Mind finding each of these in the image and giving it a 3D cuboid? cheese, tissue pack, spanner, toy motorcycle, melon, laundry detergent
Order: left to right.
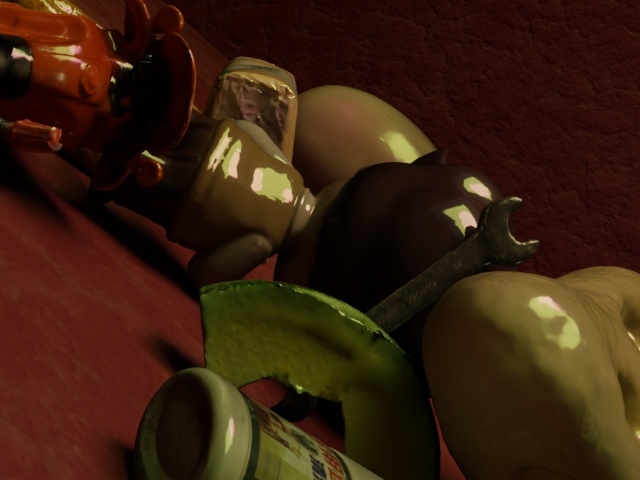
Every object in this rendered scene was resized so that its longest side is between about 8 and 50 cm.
[{"bbox_3d":[-0.210,-0.116,0.782,0.221,0.148,0.325,8,2,17],"label":"toy motorcycle"},{"bbox_3d":[-0.073,-0.087,1.177,0.090,0.186,0.222,9,11,-2],"label":"tissue pack"},{"bbox_3d":[0.002,0.097,0.772,0.209,0.118,0.064,28,-10,-2],"label":"melon"},{"bbox_3d":[0.008,0.153,0.609,0.225,0.070,0.099,38,0,-28],"label":"laundry detergent"},{"bbox_3d":[0.057,-0.083,1.636,0.317,0.223,0.223,49,10,20],"label":"melon"},{"bbox_3d":[0.060,0.048,0.844,0.054,0.254,0.015,57,-19,-3],"label":"spanner"},{"bbox_3d":[0.199,0.097,0.868,0.351,0.129,0.328,60,34,-29],"label":"cheese"}]

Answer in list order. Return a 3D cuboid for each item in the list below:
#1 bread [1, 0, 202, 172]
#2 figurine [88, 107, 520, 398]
[{"bbox_3d":[-0.209,-0.131,1.029,0.211,0.114,0.083,40,5,-22],"label":"bread"},{"bbox_3d":[-0.010,0.012,0.976,0.364,0.206,0.218,17,41,5],"label":"figurine"}]
